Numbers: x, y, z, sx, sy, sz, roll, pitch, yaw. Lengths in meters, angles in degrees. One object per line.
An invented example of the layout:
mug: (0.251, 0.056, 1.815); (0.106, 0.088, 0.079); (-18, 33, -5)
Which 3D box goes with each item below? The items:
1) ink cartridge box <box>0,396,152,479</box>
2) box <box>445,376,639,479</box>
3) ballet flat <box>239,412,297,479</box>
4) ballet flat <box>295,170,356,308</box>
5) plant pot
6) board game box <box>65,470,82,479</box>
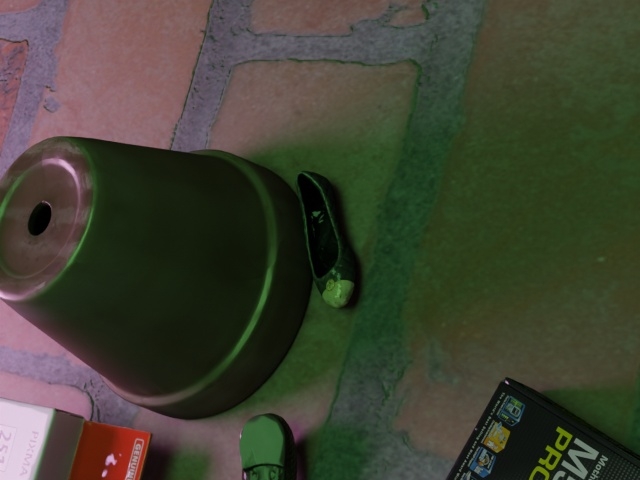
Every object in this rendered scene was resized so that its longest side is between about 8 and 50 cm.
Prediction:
ink cartridge box: (-0.331, 0.333, 1.726); (0.239, 0.060, 0.275); (4, 75, 40)
box: (0.193, 0.292, 1.356); (0.216, 0.060, 0.270); (33, 95, 44)
ballet flat: (-0.058, 0.310, 1.575); (0.084, 0.058, 0.250); (-3, 75, 17)
ballet flat: (0.000, 0.000, 1.648); (0.057, 0.049, 0.173); (-33, 54, 28)
plant pot: (-0.218, 0.015, 1.673); (0.323, 0.280, 0.323); (-18, 61, 35)
board game box: (-0.367, 0.354, 1.819); (0.210, 0.047, 0.160); (2, 74, 40)
